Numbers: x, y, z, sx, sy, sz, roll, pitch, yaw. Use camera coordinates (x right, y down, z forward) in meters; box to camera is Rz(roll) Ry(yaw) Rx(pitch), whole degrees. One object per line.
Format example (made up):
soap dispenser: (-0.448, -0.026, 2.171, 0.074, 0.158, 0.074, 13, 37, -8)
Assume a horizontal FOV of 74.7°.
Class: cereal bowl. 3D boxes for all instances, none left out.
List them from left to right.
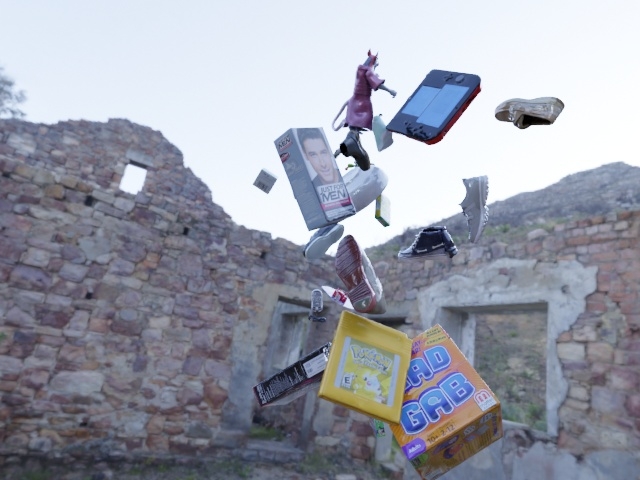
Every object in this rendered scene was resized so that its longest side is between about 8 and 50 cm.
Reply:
cereal bowl: (0.181, -0.278, 2.189, 0.141, 0.339, 0.338, 48, -31, -19)

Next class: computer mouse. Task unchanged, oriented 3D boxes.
computer mouse: (-0.018, 0.387, 2.486, 0.105, 0.193, 0.042, 0, -10, 5)

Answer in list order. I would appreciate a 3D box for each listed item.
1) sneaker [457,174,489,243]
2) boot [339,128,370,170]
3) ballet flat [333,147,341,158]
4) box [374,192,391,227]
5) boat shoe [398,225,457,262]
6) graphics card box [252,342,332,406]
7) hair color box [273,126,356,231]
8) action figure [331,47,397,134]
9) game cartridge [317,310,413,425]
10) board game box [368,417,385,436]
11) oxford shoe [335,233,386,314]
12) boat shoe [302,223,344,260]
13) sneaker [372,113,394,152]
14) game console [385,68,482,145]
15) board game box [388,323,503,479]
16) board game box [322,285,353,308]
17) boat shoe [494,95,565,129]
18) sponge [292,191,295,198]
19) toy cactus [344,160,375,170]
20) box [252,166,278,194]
sneaker: (0.618, -0.127, 1.706, 0.115, 0.282, 0.105, 6, 13, 27)
boot: (0.144, -0.372, 1.854, 0.076, 0.137, 0.198, -12, -62, 38)
ballet flat: (0.073, -0.544, 2.731, 0.058, 0.250, 0.084, 43, -30, -1)
box: (0.328, -0.170, 2.203, 0.043, 0.179, 0.105, -16, -40, 35)
boat shoe: (0.510, 0.015, 2.095, 0.340, 0.127, 0.158, -10, -70, 49)
graphics card box: (-0.060, 0.548, 1.698, 0.370, 0.094, 0.233, -33, -28, 8)
hair color box: (-0.019, -0.240, 1.612, 0.113, 0.375, 0.185, -25, -4, 43)
action figure: (0.185, -0.687, 1.932, 0.275, 0.371, 0.248, -1, 23, -18)
game cartridge: (0.167, 0.433, 1.458, 0.285, 0.324, 0.053, 21, -35, -2)
board game box: (0.288, 0.917, 2.290, 0.046, 0.214, 0.317, -9, -11, -3)
oxford shoe: (0.150, 0.131, 1.571, 0.130, 0.349, 0.123, 25, -51, -40)
boat shoe: (0.000, 0.000, 2.039, 0.091, 0.115, 0.302, 19, 34, 32)
sneaker: (0.316, -0.572, 2.227, 0.094, 0.151, 0.256, -31, -11, -2)
game console: (0.526, -0.634, 1.965, 0.342, 0.387, 0.060, 38, -1, 45)
board game box: (0.422, 0.618, 1.586, 0.356, 0.356, 0.357, -30, -46, -2)
board game box: (0.086, 0.225, 1.751, 0.133, 0.033, 0.168, 23, 12, -35)
boat shoe: (0.901, -0.560, 1.870, 0.121, 0.110, 0.341, 30, -3, -24)
sponge: (-0.103, -0.229, 1.882, 0.031, 0.117, 0.210, -18, 18, -8)
toy cactus: (0.253, -0.449, 2.599, 0.180, 0.219, 0.112, 6, -47, 37)
box: (-0.290, -0.316, 2.222, 0.101, 0.102, 0.087, 32, 12, -9)
